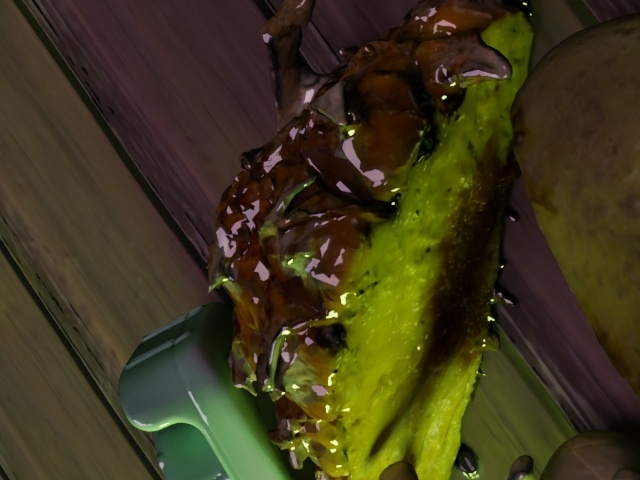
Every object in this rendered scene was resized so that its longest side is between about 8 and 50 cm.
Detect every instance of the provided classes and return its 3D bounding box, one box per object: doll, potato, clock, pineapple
[{"bbox_3d":[0.118,0.135,0.882,0.179,0.089,0.102,11,159,21],"label":"doll"},{"bbox_3d":[0.198,0.018,0.715,0.298,0.141,0.176,48,124,25],"label":"potato"},{"bbox_3d":[-0.033,0.141,0.994,0.066,0.159,0.211,-29,95,5],"label":"clock"},{"bbox_3d":[-0.004,-0.002,0.886,0.158,0.161,0.334,37,135,28],"label":"pineapple"}]
